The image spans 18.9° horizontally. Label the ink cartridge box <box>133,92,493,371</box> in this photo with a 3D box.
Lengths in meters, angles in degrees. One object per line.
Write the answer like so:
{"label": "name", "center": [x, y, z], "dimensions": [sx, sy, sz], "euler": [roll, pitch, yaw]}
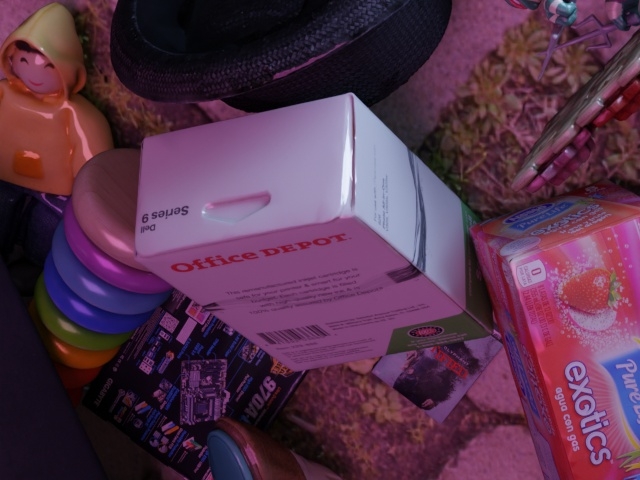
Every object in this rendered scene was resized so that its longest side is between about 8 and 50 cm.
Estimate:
{"label": "ink cartridge box", "center": [0.000, 0.000, 1.678], "dimensions": [0.211, 0.289, 0.121], "euler": [-11, 63, 24]}

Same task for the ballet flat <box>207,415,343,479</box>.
{"label": "ballet flat", "center": [-0.027, 0.297, 1.899], "dimensions": [0.116, 0.124, 0.342], "euler": [35, 141, 53]}

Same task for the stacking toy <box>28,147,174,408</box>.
{"label": "stacking toy", "center": [-0.223, 0.068, 1.845], "dimensions": [0.141, 0.141, 0.330], "euler": [37, 129, 4]}

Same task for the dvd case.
{"label": "dvd case", "center": [0.113, 0.108, 1.833], "dimensions": [0.087, 0.013, 0.119], "euler": [38, 118, 4]}

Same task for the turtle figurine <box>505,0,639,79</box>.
{"label": "turtle figurine", "center": [0.224, -0.226, 1.573], "dimensions": [0.234, 0.175, 0.118], "euler": [-34, 84, 36]}

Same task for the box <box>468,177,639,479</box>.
{"label": "box", "center": [0.250, 0.115, 1.683], "dimensions": [0.142, 0.154, 0.300], "euler": [-19, 104, -5]}

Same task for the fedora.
{"label": "fedora", "center": [-0.010, -0.197, 1.654], "dimensions": [0.334, 0.334, 0.152], "euler": [-16, 134, 25]}

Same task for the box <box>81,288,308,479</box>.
{"label": "box", "center": [-0.115, 0.127, 1.906], "dimensions": [0.175, 0.051, 0.220], "euler": [35, 118, 5]}

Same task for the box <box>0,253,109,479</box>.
{"label": "box", "center": [-0.471, 0.250, 1.880], "dimensions": [0.472, 0.297, 0.480], "euler": [-13, 105, 44]}

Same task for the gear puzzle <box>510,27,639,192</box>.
{"label": "gear puzzle", "center": [0.293, -0.165, 1.566], "dimensions": [0.044, 0.175, 0.339], "euler": [43, 118, -2]}

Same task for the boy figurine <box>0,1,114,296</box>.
{"label": "boy figurine", "center": [-0.271, -0.088, 1.861], "dimensions": [0.177, 0.092, 0.285], "euler": [24, 120, 14]}
